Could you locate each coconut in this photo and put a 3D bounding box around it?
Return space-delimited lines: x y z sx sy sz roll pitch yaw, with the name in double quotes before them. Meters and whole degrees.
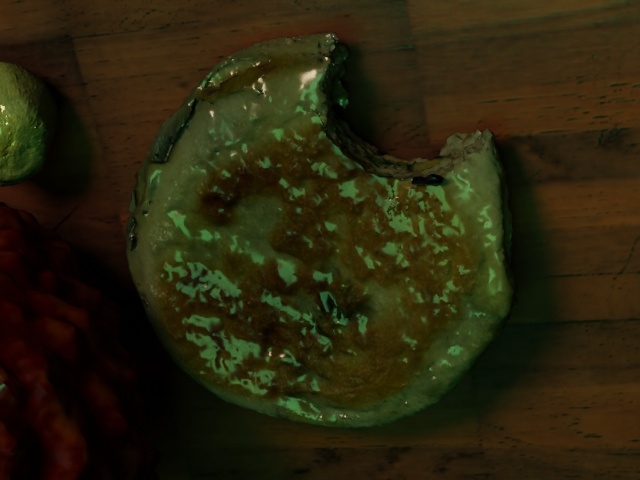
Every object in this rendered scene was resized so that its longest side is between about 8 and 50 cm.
"coconut" -0.232 -0.086 1.055 0.088 0.096 0.088 -15 133 -16

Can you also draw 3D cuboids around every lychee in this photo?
"lychee" -0.324 0.142 1.018 0.425 0.424 0.500 5 139 15

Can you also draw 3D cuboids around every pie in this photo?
"pie" -0.003 0.006 1.038 0.302 0.067 0.302 7 118 14
